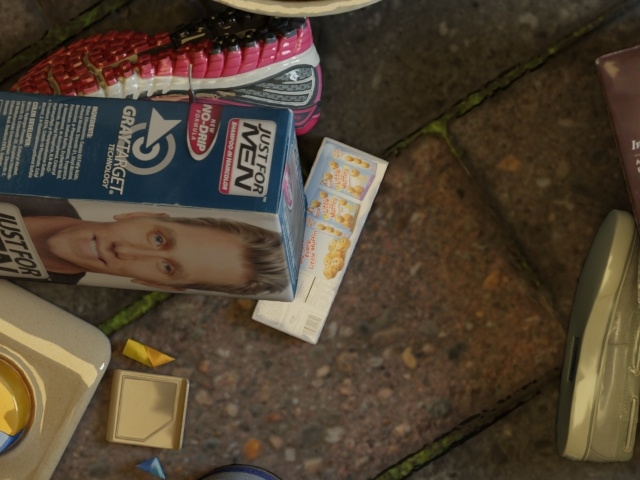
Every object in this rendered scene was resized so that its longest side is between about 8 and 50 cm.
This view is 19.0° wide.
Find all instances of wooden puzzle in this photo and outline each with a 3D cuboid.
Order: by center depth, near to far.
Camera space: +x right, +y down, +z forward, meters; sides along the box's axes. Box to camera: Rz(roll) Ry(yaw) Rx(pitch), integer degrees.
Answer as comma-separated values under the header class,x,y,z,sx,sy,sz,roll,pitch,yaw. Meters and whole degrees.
class,x,y,z,sx,sy,sz,roll,pitch,yaw
wooden puzzle,-0.404,0.171,1.722,0.322,0.080,0.348,28,92,2
wooden puzzle,-0.157,0.153,1.744,0.078,0.014,0.116,14,92,7

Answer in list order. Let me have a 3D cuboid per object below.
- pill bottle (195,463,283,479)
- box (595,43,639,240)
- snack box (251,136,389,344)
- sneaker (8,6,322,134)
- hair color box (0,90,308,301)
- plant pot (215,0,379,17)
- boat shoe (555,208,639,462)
class,x,y,z,sx,sy,sz,roll,pitch,yaw
pill bottle,-0.078,0.264,1.638,0.122,0.219,0.123,0,91,2
box,0.354,0.010,1.618,0.143,0.191,0.381,-16,91,18
snack box,0.000,0.000,1.728,0.064,0.022,0.178,22,92,4
sneaker,-0.146,-0.121,1.691,0.299,0.121,0.112,-9,120,10
hair color box,-0.192,-0.039,1.640,0.347,0.174,0.105,4,64,6
plant pot,-0.013,-0.336,1.581,0.333,0.305,0.334,0,91,2
boat shoe,0.266,0.088,1.697,0.081,0.079,0.228,9,97,-7
